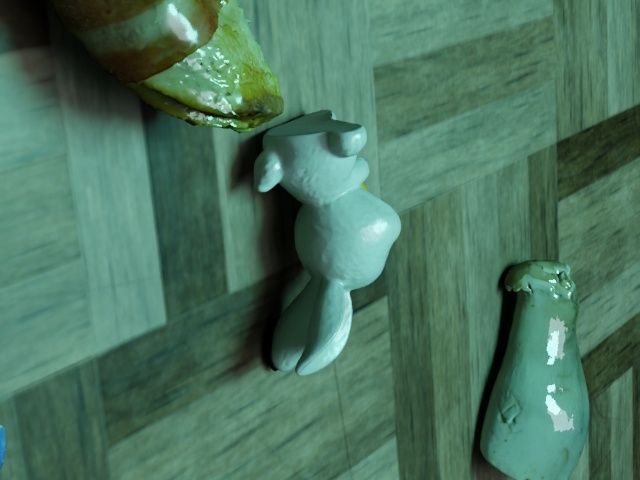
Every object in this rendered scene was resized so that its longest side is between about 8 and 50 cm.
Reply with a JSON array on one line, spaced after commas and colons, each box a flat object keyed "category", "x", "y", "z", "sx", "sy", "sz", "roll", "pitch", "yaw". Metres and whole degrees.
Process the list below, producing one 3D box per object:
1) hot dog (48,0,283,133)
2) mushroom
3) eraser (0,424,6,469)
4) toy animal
[{"category": "hot dog", "x": -0.110, "y": -0.158, "z": 0.696, "sx": 0.261, "sy": 0.093, "sz": 0.123, "roll": 66, "pitch": 32, "yaw": -33}, {"category": "mushroom", "x": 0.228, "y": 0.133, "z": 1.211, "sx": 0.116, "sy": 0.093, "sz": 0.225, "roll": 11, "pitch": 92, "yaw": -33}, {"category": "eraser", "x": -0.218, "y": 0.126, "z": 0.659, "sx": 0.085, "sy": 0.027, "sz": 0.063, "roll": 22, "pitch": 77, "yaw": -53}, {"category": "toy animal", "x": 0.000, "y": 0.000, "z": 0.900, "sx": 0.127, "sy": 0.131, "sz": 0.181, "roll": -19, "pitch": 107, "yaw": -16}]
